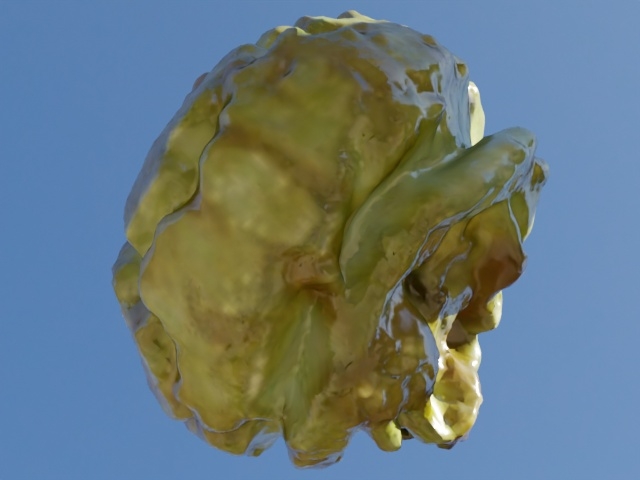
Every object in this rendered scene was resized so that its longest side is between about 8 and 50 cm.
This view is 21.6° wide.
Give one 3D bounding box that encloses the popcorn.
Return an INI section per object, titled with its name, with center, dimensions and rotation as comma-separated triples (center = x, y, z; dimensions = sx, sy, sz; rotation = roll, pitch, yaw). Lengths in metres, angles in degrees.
[popcorn]
center = 0.000, 0.000, 0.804
dimensions = 0.204, 0.184, 0.221
rotation = 26, -92, -58
